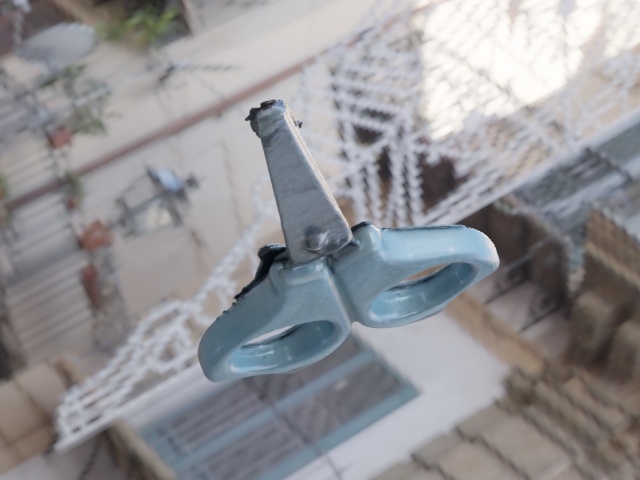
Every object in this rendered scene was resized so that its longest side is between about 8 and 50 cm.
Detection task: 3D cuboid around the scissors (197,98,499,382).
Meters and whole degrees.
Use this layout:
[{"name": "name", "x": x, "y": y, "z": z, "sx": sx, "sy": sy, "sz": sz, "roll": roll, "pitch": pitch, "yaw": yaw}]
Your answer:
[{"name": "scissors", "x": -0.001, "y": -0.001, "z": 0.897, "sx": 0.360, "sy": 0.191, "sz": 0.029, "roll": 68, "pitch": 1, "yaw": -68}]
